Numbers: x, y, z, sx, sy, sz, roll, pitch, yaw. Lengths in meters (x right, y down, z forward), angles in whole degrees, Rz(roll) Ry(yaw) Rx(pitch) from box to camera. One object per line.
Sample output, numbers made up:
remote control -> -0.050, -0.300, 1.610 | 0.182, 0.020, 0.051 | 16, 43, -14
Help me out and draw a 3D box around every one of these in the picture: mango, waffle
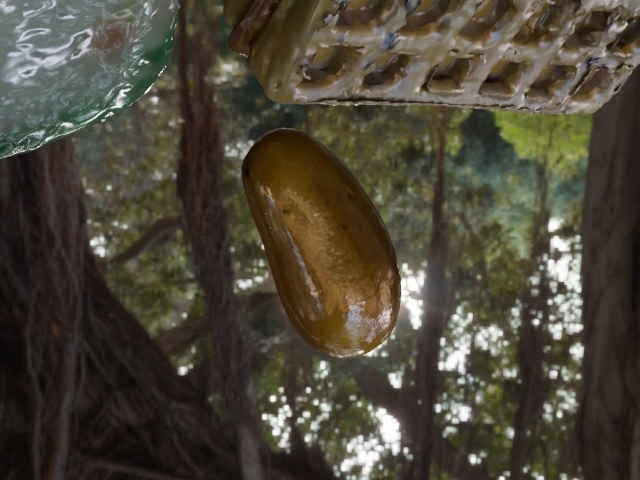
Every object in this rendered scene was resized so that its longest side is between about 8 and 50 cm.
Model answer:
mango -> 0.001, 0.000, 0.695 | 0.090, 0.178, 0.115 | -22, -167, 15
waffle -> 0.133, -0.214, 0.711 | 0.376, 0.261, 0.114 | -5, -127, -37

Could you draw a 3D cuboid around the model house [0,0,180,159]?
model house -> -0.236, -0.179, 0.368 | 0.312, 0.280, 0.245 | -23, 163, -19
